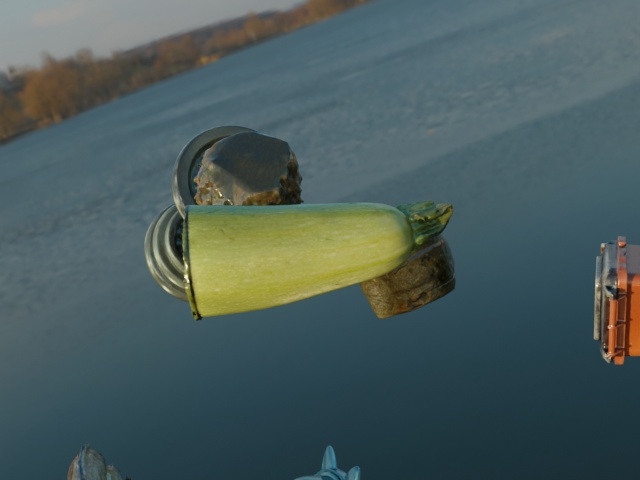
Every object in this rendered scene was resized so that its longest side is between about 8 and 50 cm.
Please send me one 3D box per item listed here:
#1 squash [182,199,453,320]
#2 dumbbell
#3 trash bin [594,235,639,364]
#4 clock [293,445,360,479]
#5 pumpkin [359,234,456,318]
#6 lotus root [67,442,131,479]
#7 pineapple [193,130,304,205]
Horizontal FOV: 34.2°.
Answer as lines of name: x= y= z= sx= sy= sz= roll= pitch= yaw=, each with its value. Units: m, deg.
squash: x=0.000 y=0.000 z=0.845 sx=0.224 sy=0.094 sz=0.094 roll=-10 pitch=11 yaw=-4
dumbbell: x=-0.154 y=-0.029 z=1.531 sx=0.179 sy=0.179 sz=0.406 roll=-25 pitch=-9 yaw=-23
trash bin: x=0.522 y=0.095 z=1.517 sx=0.238 sy=0.161 sz=0.184 roll=2 pitch=22 yaw=17
clock: x=0.001 y=0.442 z=1.498 sx=0.094 sy=0.274 sz=0.223 roll=5 pitch=3 yaw=-23
pumpkin: x=0.145 y=0.023 z=1.589 sx=0.126 sy=0.131 sz=0.248 roll=-23 pitch=13 yaw=21
lotus root: x=-0.261 y=0.376 z=1.270 sx=0.078 sy=0.167 sz=0.329 roll=-42 pitch=18 yaw=-1
pineapple: x=-0.070 y=-0.010 z=1.024 sx=0.108 sy=0.198 sz=0.108 roll=2 pitch=45 yaw=-2
